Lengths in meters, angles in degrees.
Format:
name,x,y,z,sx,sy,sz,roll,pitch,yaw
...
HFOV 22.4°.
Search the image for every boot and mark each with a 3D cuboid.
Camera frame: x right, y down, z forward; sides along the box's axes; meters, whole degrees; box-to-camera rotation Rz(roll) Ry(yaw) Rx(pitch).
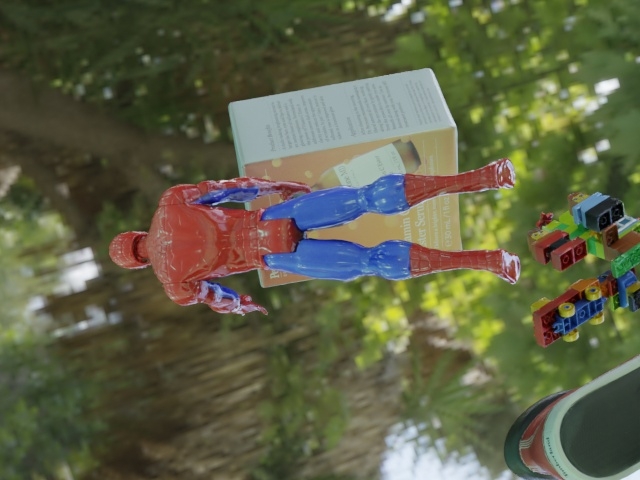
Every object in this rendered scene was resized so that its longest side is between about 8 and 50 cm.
name,x,y,z,sx,sy,sz,roll,pitch,yaw
boot,0.251,0.105,1.153,0.176,0.244,0.088,124,-57,-78

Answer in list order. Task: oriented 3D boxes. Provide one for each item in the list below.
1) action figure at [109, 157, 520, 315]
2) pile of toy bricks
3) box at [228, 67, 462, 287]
name,x,y,z,sx,sy,sz,roll,pitch,yaw
action figure,0.000,0.000,1.079,0.280,0.139,0.091,-4,-94,20
pile of toy bricks,0.236,-0.003,1.398,0.105,0.212,0.118,25,-45,47
box,0.021,-0.050,1.313,0.091,0.171,0.130,-105,-174,-51
